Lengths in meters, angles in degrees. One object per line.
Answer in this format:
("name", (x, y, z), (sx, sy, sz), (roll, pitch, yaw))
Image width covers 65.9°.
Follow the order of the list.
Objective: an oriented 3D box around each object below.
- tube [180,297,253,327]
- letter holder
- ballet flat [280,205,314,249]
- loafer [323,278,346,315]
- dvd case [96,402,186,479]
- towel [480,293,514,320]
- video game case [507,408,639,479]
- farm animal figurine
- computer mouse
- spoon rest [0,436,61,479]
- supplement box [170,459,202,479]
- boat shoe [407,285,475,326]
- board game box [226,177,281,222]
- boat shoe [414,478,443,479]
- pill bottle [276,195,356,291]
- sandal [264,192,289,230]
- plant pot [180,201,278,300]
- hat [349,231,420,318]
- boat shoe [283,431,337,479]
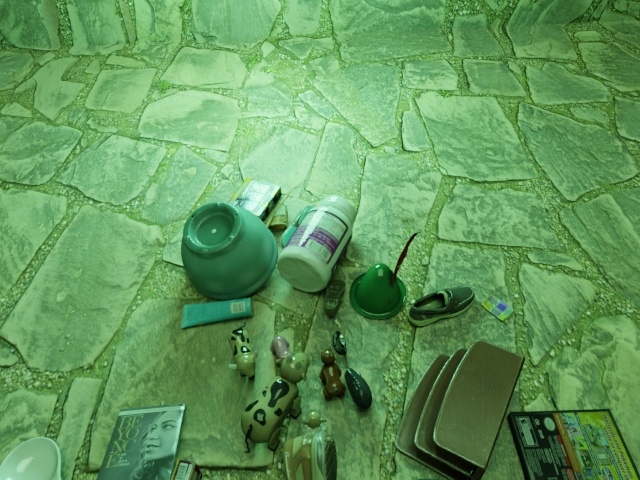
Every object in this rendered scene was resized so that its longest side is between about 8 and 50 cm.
("tube", (-0.302, 0.207, 1.435), (0.207, 0.052, 0.080), (-8, 42, 1))
("letter holder", (0.326, 0.387, 1.182), (0.215, 0.152, 0.302), (22, 51, 23))
("ballet flat", (-0.077, -0.030, 1.638), (0.072, 0.068, 0.213), (41, 52, -10))
("loafer", (0.038, 0.168, 1.461), (0.056, 0.050, 0.148), (16, 34, 11))
("dvd case", (-0.415, 0.479, 1.157), (0.165, 0.018, 0.221), (-5, 30, -2))
("towel", (0.519, 0.196, 1.448), (0.060, 0.009, 0.083), (-29, 53, -25))
("video game case", (0.591, 0.524, 1.126), (0.249, 0.035, 0.274), (-2, 46, 0))
("farm animal figurine", (-0.109, 0.350, 1.209), (0.331, 0.172, 0.326), (11, 49, 11))
("computer mouse", (0.084, 0.329, 1.292), (0.041, 0.071, 0.242), (-41, 43, 17))
("spoon rest", (-0.608, 0.542, 1.098), (0.277, 0.084, 0.137), (24, 51, 23))
("supplement box", (-0.299, 0.533, 1.103), (0.043, 0.083, 0.054), (5, 48, 7))
("boat shoe", (0.356, 0.179, 1.424), (0.224, 0.073, 0.080), (-19, 50, -15))
("board game box", (-0.237, -0.141, 1.752), (0.141, 0.048, 0.170), (16, 50, 18))
("boat shoe", (0.364, 0.631, 0.953), (0.501, 0.155, 0.187), (26, 51, 21))
("pill bottle", (0.000, 0.000, 1.534), (0.169, 0.169, 0.301), (17, 49, 16))
("sandal", (-0.150, -0.051, 1.666), (0.079, 0.088, 0.240), (40, 61, -6))
("plant pot", (-0.291, 0.008, 1.471), (0.293, 0.196, 0.292), (-5, 59, 8))
("hat", (0.175, 0.093, 1.433), (0.173, 0.183, 0.208), (12, 49, 13))
("boat shoe", (-0.028, 0.567, 1.014), (0.117, 0.123, 0.324), (-6, 69, 14))
